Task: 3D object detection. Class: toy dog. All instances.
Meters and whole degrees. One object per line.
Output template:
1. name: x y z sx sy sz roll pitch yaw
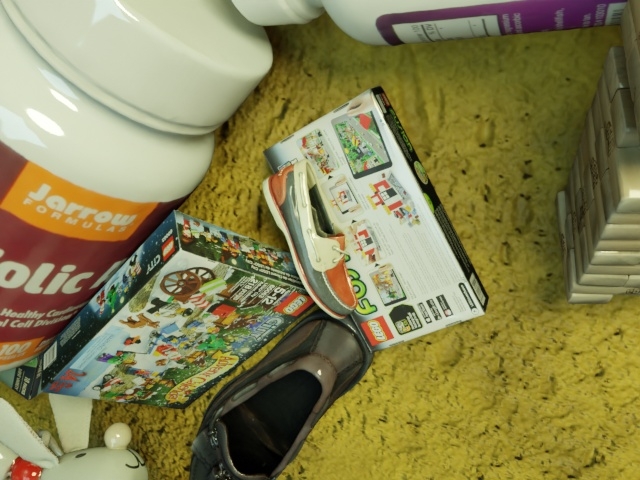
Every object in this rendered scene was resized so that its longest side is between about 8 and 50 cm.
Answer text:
1. toy dog: -0.335 0.173 0.643 0.334 0.220 0.161 13 84 -9

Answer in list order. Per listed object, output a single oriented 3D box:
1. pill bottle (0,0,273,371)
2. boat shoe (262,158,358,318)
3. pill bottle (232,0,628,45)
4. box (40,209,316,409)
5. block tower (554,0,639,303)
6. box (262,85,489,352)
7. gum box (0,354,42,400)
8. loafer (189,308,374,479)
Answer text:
1. pill bottle: -0.232 -0.072 0.518 0.392 0.224 0.224 -41 89 28
2. boat shoe: 0.000 0.000 0.506 0.043 0.049 0.137 -25 92 25
3. pill bottle: 0.090 -0.210 0.370 0.302 0.169 0.169 2 108 21
4. box: -0.131 0.080 0.572 0.233 0.159 0.044 -41 47 28
5. block tower: 0.199 -0.069 0.309 0.097 0.335 0.091 1 63 10
6. box: 0.048 -0.014 0.528 0.114 0.036 0.207 -24 97 27
7. gum box: -0.397 0.082 0.740 0.184 0.041 0.157 30 117 11
8. loafer: -0.064 0.186 0.609 0.109 0.095 0.302 41 118 5
